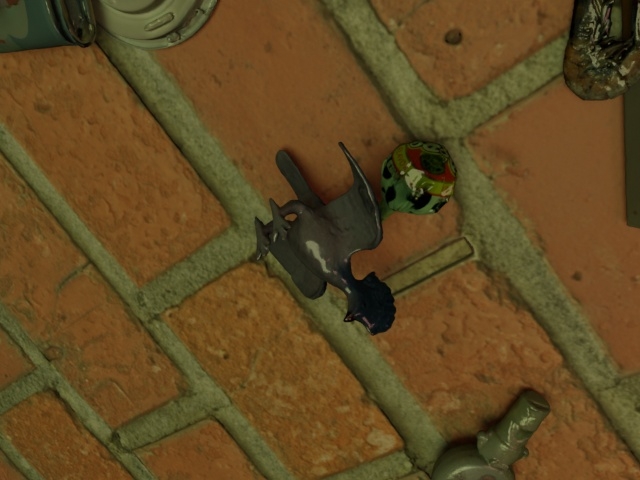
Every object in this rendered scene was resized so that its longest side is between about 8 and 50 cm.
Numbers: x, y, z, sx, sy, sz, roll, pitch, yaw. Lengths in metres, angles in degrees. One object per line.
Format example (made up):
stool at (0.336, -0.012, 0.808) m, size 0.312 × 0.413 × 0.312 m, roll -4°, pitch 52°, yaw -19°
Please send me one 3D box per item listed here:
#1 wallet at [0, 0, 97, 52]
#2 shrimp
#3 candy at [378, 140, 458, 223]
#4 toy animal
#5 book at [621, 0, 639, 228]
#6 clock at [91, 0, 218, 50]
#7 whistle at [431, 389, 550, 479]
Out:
wallet at (-0.408, -0.333, 0.763) m, size 0.250 × 0.075 × 0.176 m, roll 7°, pitch 117°, yaw 30°
shrimp at (0.301, -0.226, 0.613) m, size 0.091 × 0.034 × 0.161 m, roll 13°, pitch 120°, yaw 39°
candy at (0.067, -0.010, 0.786) m, size 0.091 × 0.083 × 0.305 m, roll 41°, pitch 127°, yaw 3°
toy animal at (0.000, 0.000, 0.758) m, size 0.176 × 0.256 × 0.239 m, roll 12°, pitch 146°, yaw -33°
book at (0.392, -0.132, 0.570) m, size 0.207 × 0.020 × 0.296 m, roll 22°, pitch 129°, yaw 57°
clock at (-0.232, -0.355, 0.729) m, size 0.236 × 0.053 × 0.237 m, roll 8°, pitch 117°, yaw 15°
whistle at (0.250, 0.324, 0.877) m, size 0.126 × 0.067 × 0.258 m, roll 22°, pitch 115°, yaw -8°
